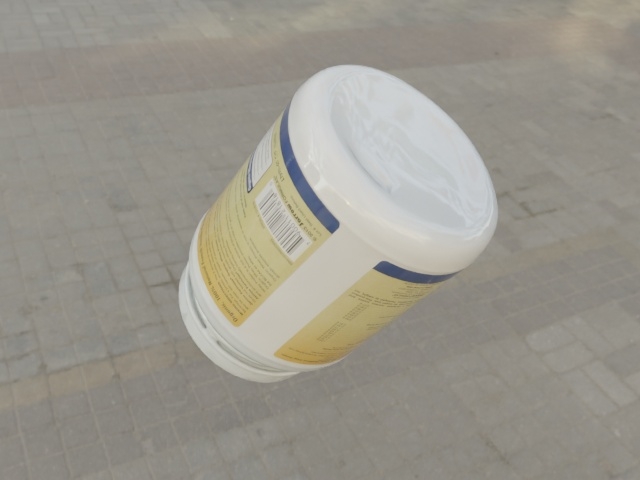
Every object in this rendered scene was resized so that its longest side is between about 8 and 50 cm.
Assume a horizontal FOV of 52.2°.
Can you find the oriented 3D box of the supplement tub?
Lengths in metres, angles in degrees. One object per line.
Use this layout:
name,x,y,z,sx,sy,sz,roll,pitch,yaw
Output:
supplement tub,0.000,0.000,0.691,0.228,0.316,0.228,22,46,-25
